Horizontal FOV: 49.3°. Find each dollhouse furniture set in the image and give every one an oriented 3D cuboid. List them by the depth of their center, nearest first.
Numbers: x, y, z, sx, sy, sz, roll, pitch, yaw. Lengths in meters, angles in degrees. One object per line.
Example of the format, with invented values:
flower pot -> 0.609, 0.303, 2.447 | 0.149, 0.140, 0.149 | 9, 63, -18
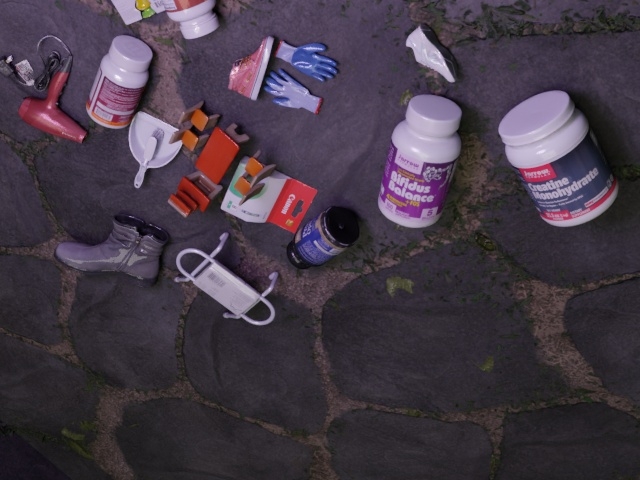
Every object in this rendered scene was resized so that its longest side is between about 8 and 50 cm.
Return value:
dollhouse furniture set -> -0.291, -0.186, 1.828 | 0.262, 0.135, 0.259 | 42, 131, 4

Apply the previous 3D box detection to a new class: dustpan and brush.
dustpan and brush -> -0.477, -0.235, 1.935 | 0.147, 0.060, 0.211 | 26, 130, -5

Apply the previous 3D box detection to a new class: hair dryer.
hair dryer -> -0.729, -0.384, 1.878 | 0.224, 0.080, 0.293 | -11, 124, 22

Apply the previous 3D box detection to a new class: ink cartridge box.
ink cartridge box -> -0.147, -0.114, 1.945 | 0.225, 0.056, 0.181 | 27, 130, -4

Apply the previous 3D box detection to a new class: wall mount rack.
wall mount rack -> -0.303, 0.139, 2.148 | 0.350, 0.130, 0.304 | 40, 124, -16

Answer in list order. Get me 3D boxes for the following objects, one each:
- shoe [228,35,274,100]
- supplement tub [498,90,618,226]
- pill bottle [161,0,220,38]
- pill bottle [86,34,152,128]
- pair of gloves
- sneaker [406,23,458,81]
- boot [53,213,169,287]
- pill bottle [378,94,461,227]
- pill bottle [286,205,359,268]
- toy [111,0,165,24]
shoe -> -0.171, -0.426, 1.696 | 0.081, 0.063, 0.178 | 20, 134, -6
supplement tub -> 0.546, -0.185, 1.602 | 0.191, 0.191, 0.272 | -23, 118, 30
pill bottle -> -0.309, -0.577, 1.580 | 0.121, 0.121, 0.216 | -7, 126, 21
pill bottle -> -0.510, -0.402, 1.774 | 0.121, 0.121, 0.221 | 30, 129, -9
pair of gloves -> -0.049, -0.404, 1.708 | 0.159, 0.023, 0.198 | 23, 131, -5
sneaker -> 0.257, -0.420, 1.594 | 0.061, 0.053, 0.152 | -28, 110, 42
boot -> -0.644, 0.004, 2.153 | 0.338, 0.118, 0.222 | 13, 128, -9
pill bottle -> 0.246, -0.192, 1.696 | 0.169, 0.169, 0.301 | 13, 130, 5
pill bottle -> 0.000, 0.000, 1.935 | 0.123, 0.122, 0.219 | 38, 140, -15
toy -> -0.455, -0.634, 1.619 | 0.137, 0.056, 0.237 | -13, 128, 20
